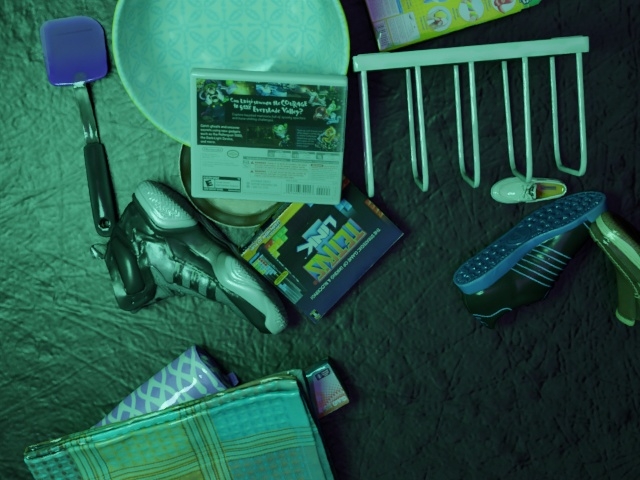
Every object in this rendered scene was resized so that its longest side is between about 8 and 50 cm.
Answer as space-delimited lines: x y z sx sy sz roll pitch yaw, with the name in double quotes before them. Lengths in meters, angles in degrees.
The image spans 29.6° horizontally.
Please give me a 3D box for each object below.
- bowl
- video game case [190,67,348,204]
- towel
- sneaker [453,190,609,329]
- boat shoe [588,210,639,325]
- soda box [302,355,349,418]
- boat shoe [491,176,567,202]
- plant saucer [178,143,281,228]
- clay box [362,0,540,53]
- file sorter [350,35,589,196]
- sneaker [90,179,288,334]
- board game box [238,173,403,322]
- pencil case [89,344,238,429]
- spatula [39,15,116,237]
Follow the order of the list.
"bowl" -0.107 -0.268 1.514 0.289 0.156 0.289 0 121 0
"video game case" -0.065 -0.127 1.497 0.190 0.022 0.173 3 122 0
"towel" -0.166 0.320 1.583 0.370 0.040 0.271 -16 124 2
"sneaker" 0.288 0.025 1.598 0.232 0.081 0.090 -32 115 -2
"boat shoe" 0.422 0.074 1.571 0.095 0.095 0.257 -41 108 19
"soda box" -0.054 0.227 1.621 0.183 0.058 0.063 -28 94 2
"boat shoe" 0.277 -0.066 1.604 0.100 0.035 0.035 0 95 0
"plant saucer" -0.103 -0.101 1.608 0.168 0.029 0.168 0 95 1
"clay box" 0.164 -0.333 1.573 0.222 0.053 0.127 -16 95 1
"file sorter" 0.184 -0.157 1.521 0.277 0.193 0.173 -5 97 1
"sneaker" -0.176 0.057 1.591 0.268 0.101 0.153 44 97 0
"board game box" 0.000 0.000 1.592 0.141 0.048 0.170 43 94 -15
"pencil case" -0.212 0.230 1.612 0.206 0.086 0.088 -39 128 6
"spatula" -0.306 -0.150 1.604 0.084 0.030 0.296 -10 95 -1
